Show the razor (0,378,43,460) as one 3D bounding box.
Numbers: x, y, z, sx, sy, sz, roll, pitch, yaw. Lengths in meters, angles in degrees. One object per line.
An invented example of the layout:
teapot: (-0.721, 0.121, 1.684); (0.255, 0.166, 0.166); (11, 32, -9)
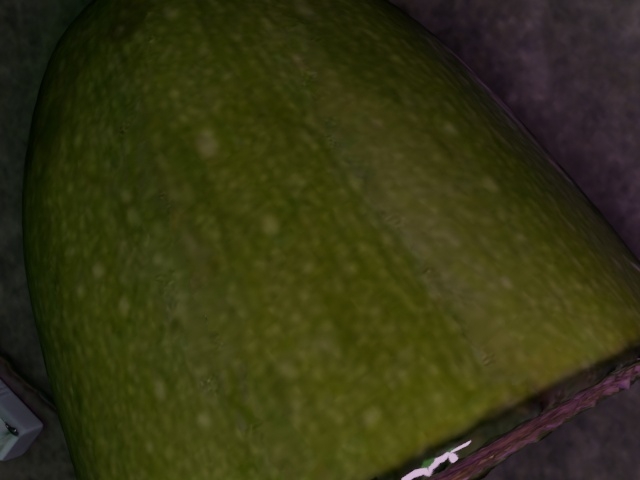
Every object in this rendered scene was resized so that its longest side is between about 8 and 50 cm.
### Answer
razor: (-0.275, 0.029, 1.224); (0.278, 0.056, 0.111); (42, 113, 7)

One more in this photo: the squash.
squash: (-0.021, -0.010, 0.960); (0.310, 0.310, 0.309); (-33, 80, 25)
